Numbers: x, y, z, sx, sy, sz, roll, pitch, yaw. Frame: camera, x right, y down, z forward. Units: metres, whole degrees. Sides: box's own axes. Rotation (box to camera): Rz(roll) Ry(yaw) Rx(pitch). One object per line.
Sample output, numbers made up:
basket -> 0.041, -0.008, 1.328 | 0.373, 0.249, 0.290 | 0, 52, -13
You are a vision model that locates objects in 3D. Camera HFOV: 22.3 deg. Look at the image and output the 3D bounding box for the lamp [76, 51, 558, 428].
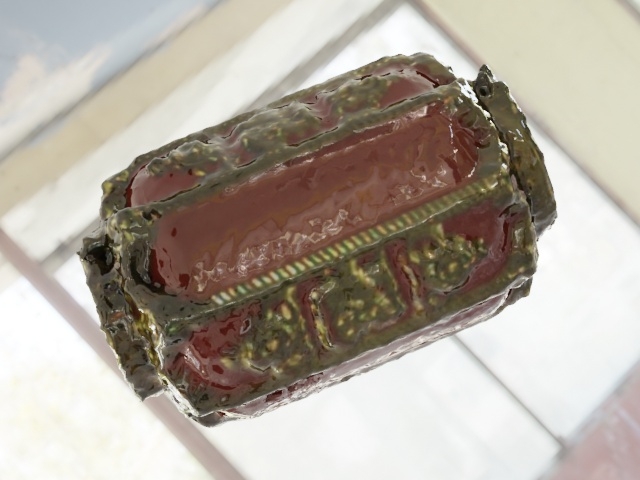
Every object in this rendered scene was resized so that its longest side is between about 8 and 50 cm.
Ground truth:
lamp -> 0.000, 0.000, 0.950 | 0.274, 0.177, 0.177 | -22, -8, -6
